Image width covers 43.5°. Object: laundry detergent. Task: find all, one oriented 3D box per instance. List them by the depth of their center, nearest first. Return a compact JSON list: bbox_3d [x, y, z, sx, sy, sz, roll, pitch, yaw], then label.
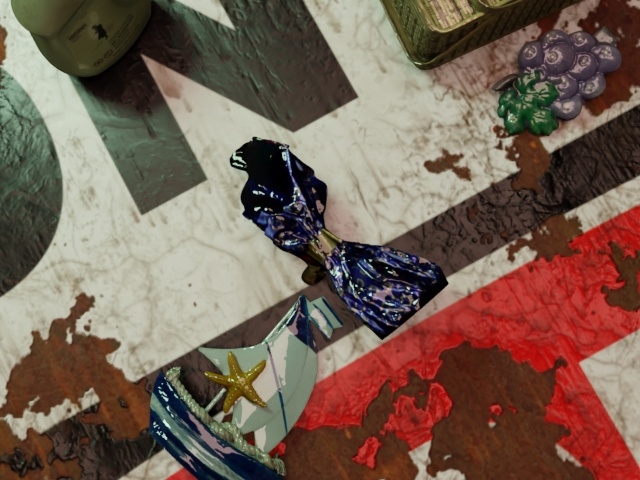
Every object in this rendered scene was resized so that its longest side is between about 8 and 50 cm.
[{"bbox_3d":[-0.315,-0.319,1.050,0.091,0.253,0.181,45,87,7],"label":"laundry detergent"}]

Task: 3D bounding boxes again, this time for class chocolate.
[{"bbox_3d":[-0.002,-0.004,1.074,0.343,0.126,0.148,39,128,10],"label":"chocolate"}]

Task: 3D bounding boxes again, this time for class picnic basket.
[{"bbox_3d":[0.224,-0.398,1.076,0.313,0.175,0.228,-25,83,0],"label":"picnic basket"}]

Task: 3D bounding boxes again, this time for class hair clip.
[{"bbox_3d":[0.326,-0.227,1.122,0.195,0.052,0.124,-42,89,4],"label":"hair clip"}]

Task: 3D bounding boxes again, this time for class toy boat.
[{"bbox_3d":[-0.084,0.194,1.092,0.220,0.067,0.291,41,75,6],"label":"toy boat"}]
